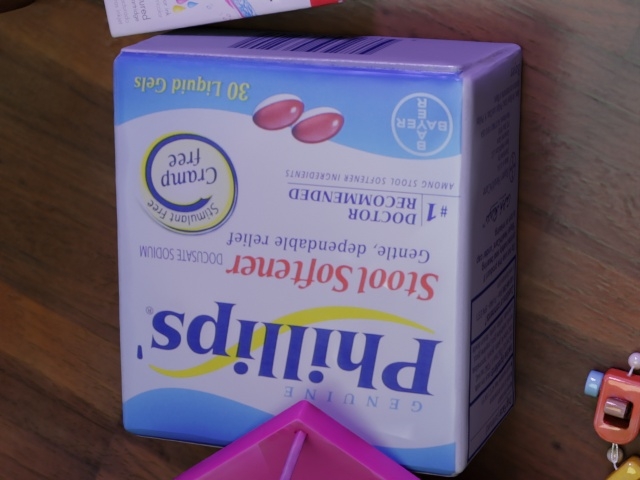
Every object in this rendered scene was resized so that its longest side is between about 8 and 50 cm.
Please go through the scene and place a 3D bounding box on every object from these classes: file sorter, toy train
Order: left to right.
[{"bbox_3d":[0.019,0.292,1.343,0.290,0.182,0.202,36,138,-17],"label":"file sorter"},{"bbox_3d":[0.261,0.162,1.378,0.166,0.046,0.125,20,110,14],"label":"toy train"}]

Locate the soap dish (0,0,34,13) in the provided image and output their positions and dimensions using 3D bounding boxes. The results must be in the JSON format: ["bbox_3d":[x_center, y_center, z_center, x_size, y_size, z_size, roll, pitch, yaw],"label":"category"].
[{"bbox_3d":[-0.261,-0.307,1.355,0.118,0.229,0.291,-19,98,7],"label":"soap dish"}]

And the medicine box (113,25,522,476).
[{"bbox_3d":[0.000,0.000,1.375,0.263,0.149,0.289,5,105,19],"label":"medicine box"}]

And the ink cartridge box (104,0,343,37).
[{"bbox_3d":[-0.047,-0.231,1.368,0.231,0.078,0.134,-7,102,21],"label":"ink cartridge box"}]
